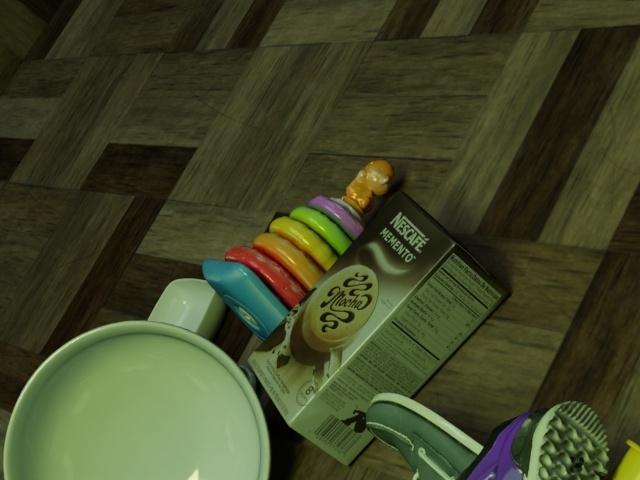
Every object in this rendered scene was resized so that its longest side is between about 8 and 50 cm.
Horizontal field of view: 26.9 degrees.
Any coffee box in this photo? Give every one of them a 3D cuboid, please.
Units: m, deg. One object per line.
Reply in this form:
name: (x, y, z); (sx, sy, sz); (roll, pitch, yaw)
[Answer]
coffee box: (0.067, 0.106, 1.662); (0.297, 0.119, 0.168); (-48, 32, 4)

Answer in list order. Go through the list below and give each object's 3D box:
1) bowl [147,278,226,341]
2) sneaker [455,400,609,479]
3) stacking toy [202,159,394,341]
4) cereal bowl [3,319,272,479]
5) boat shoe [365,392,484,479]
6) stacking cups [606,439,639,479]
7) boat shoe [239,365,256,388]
bowl: (-0.205, 0.131, 2.021); (0.142, 0.053, 0.142); (3, 60, 50)
sneaker: (0.163, 0.290, 1.248); (0.146, 0.102, 0.293); (-14, 43, 55)
stacking toy: (0.000, 0.000, 1.842); (0.302, 0.166, 0.175); (-47, 18, -16)
cereal bowl: (-0.226, 0.272, 1.712); (0.339, 0.339, 0.141); (-52, -3, -3)
boat shoe: (0.138, 0.257, 1.437); (0.099, 0.116, 0.319); (-53, 38, -10)
stacking cups: (0.237, 0.341, 1.260); (0.316, 0.096, 0.096); (-53, 33, -1)
boat shoe: (-0.205, 0.287, 1.832); (0.305, 0.091, 0.109); (-53, 33, -4)
